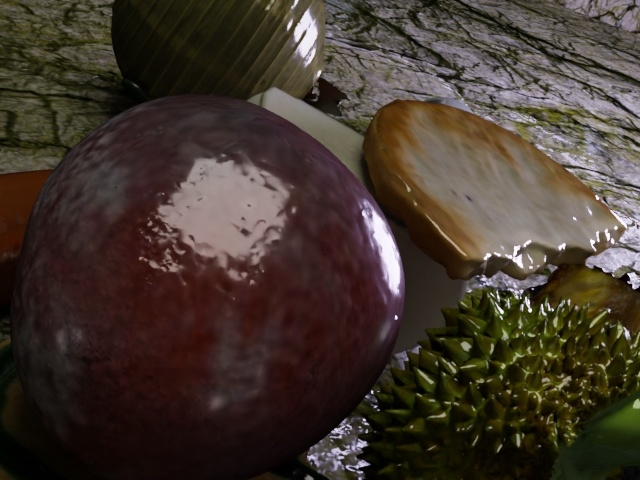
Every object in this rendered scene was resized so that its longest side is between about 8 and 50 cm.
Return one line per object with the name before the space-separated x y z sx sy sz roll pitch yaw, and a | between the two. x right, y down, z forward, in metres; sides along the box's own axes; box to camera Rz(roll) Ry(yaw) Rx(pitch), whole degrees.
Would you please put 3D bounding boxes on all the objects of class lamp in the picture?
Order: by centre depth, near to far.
lamp | -0.090 -0.225 1.287 0.284 0.250 0.250 31 24 -8

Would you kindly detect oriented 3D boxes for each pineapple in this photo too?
pineapple | 0.258 0.145 0.971 0.158 0.161 0.334 -32 27 -14

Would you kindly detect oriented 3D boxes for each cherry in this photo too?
cherry | -0.067 0.023 0.715 0.236 0.213 0.285 19 34 18

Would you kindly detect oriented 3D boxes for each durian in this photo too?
durian | 0.119 0.141 0.740 0.200 0.237 0.176 -7 30 -37

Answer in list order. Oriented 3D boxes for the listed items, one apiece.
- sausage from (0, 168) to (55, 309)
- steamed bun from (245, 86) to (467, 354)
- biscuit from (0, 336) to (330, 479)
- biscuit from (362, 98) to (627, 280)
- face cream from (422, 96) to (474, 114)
sausage | -0.281 0.010 0.848 0.097 0.094 0.348 31 27 28
steamed bun | 0.000 0.000 0.991 0.242 0.164 0.146 31 24 -14
biscuit | -0.104 0.145 0.757 0.287 0.057 0.344 28 27 15
biscuit | 0.136 -0.047 1.002 0.204 0.040 0.309 48 31 23
face cream | 0.148 -0.126 1.430 0.101 0.101 0.251 23 25 4
